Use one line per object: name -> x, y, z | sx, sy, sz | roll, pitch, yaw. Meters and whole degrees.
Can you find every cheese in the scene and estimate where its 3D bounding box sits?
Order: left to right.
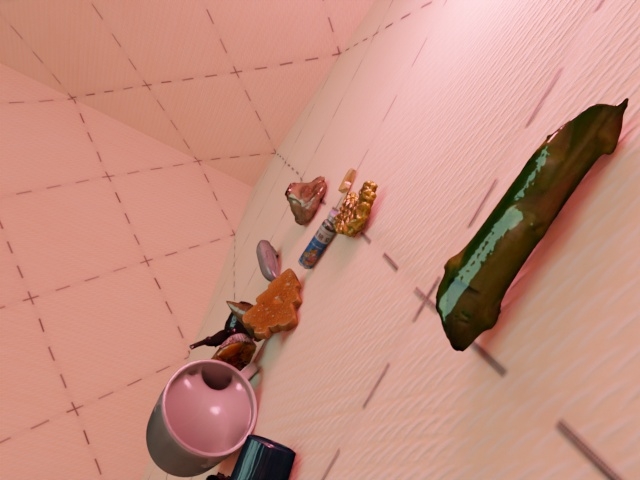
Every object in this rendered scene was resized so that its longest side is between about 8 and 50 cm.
cheese -> 0.084, -0.178, 1.337 | 0.083, 0.030, 0.044 | -63, 9, -15

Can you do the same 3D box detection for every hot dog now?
hot dog -> -0.302, 0.414, 1.454 | 0.075, 0.144, 0.268 | 56, 130, 44

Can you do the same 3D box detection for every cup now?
cup -> -0.324, 0.495, 1.303 | 0.356, 0.259, 0.275 | -36, -12, -50
cup -> -0.128, 0.474, 0.900 | 0.150, 0.113, 0.138 | -23, 42, 63

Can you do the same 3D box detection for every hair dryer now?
hair dryer -> -0.351, 0.363, 1.514 | 0.304, 0.120, 0.359 | -69, -19, 3

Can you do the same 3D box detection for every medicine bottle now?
medicine bottle -> 0.000, 0.000, 1.301 | 0.191, 0.051, 0.051 | -57, 18, 24

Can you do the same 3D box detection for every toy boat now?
toy boat -> -0.198, 0.085, 1.758 | 0.078, 0.085, 0.261 | -59, 28, 19

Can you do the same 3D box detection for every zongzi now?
zongzi -> -0.207, 0.215, 1.412 | 0.189, 0.178, 0.081 | -48, -3, 43

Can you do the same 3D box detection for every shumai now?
shumai -> -0.066, -0.162, 1.619 | 0.201, 0.120, 0.201 | -56, 15, 24

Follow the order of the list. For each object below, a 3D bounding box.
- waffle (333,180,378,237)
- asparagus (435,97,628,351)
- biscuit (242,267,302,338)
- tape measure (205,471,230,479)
waffle -> 0.089, -0.080, 1.145 | 0.149, 0.051, 0.194 | -64, 12, 0
asparagus -> 0.243, -0.021, 0.544 | 0.343, 0.082, 0.085 | -61, 13, 9
biscuit -> -0.128, 0.188, 1.336 | 0.212, 0.041, 0.239 | -6, 46, 39
tape measure -> -0.236, 0.641, 0.998 | 0.186, 0.112, 0.199 | -63, 10, -21
